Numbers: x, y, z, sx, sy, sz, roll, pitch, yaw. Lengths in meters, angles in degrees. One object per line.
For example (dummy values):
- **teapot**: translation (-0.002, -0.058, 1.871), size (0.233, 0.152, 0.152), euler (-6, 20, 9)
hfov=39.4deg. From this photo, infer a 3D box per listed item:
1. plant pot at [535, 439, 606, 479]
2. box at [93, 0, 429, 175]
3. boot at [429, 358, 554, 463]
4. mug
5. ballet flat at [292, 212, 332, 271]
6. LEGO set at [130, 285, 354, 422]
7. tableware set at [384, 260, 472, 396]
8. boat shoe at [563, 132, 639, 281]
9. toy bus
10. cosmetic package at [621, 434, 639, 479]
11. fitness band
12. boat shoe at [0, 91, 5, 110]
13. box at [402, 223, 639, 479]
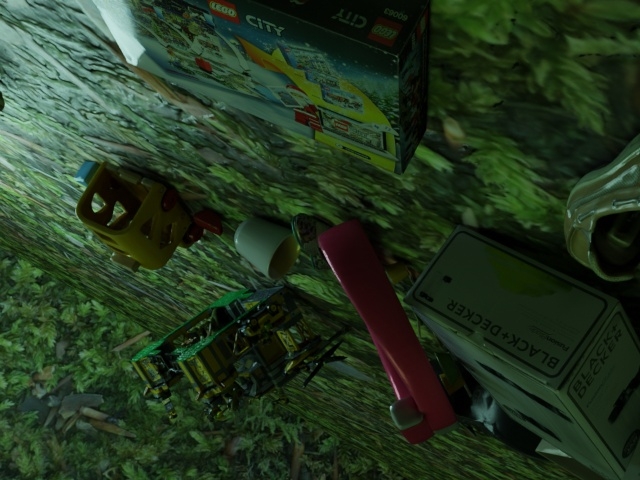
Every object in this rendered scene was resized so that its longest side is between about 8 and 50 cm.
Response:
- **plant pot**: translation (0.323, 0.216, 0.976), size (0.109, 0.096, 0.109), euler (32, 164, -16)
- **box**: translation (-0.043, -0.135, 0.587), size (0.233, 0.044, 0.159), euler (24, 163, 13)
- **boot**: translation (0.264, 0.241, 1.201), size (0.263, 0.091, 0.229), euler (20, 168, 38)
- **mug**: translation (-0.063, 0.008, 1.033), size (0.064, 0.062, 0.078), euler (29, 159, 24)
- **ballet flat**: translation (0.000, 0.000, 0.957), size (0.041, 0.041, 0.114), euler (22, 163, 21)
- **LEGO set**: translation (-0.122, 0.204, 1.364), size (0.331, 0.255, 0.192), euler (-19, 105, 53)
- **tableware set**: translation (0.106, 0.089, 0.907), size (0.154, 0.024, 0.104), euler (66, -174, 30)
- **boat shoe**: translation (0.186, -0.008, 0.556), size (0.068, 0.072, 0.190), euler (25, 164, 10)
- **toy bus**: translation (-0.231, -0.013, 1.154), size (0.202, 0.104, 0.191), euler (35, 163, -21)
- **cosmetic package**: translation (0.444, 0.266, 0.828), size (0.217, 0.156, 0.385), euler (15, 161, 42)
- **fitness band**: translation (0.066, 0.094, 0.879), size (0.291, 0.054, 0.209), euler (61, -176, -69)
- **boat shoe**: translation (-0.427, -0.200, 1.023), size (0.153, 0.048, 0.056), euler (31, 153, -35)
- **box**: translation (0.213, 0.118, 0.815), size (0.169, 0.087, 0.290), euler (30, 169, 43)
